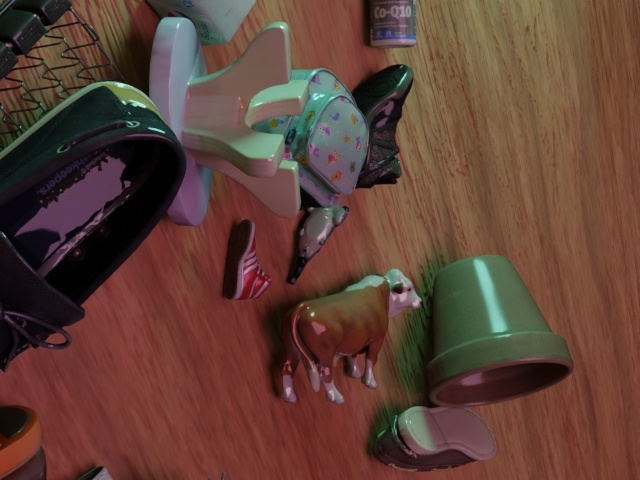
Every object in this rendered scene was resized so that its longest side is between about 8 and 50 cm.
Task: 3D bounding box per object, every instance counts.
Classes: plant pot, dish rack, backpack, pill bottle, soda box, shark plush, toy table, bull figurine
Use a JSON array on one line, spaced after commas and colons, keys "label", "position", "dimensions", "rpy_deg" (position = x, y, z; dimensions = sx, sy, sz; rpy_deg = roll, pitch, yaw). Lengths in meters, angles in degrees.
[{"label": "plant pot", "position": [0.299, 0.158, 1.661], "dimensions": [0.263, 0.263, 0.229], "rpy_deg": [19, 51, -48]}, {"label": "dish rack", "position": [-0.303, -0.138, 1.073], "dimensions": [0.208, 0.074, 0.272], "rpy_deg": [-56, 133, -26]}, {"label": "backpack", "position": [-0.015, -0.157, 1.337], "dimensions": [0.166, 0.144, 0.189], "rpy_deg": [37, 57, -48]}, {"label": "pill bottle", "position": [0.119, -0.390, 1.507], "dimensions": [0.078, 0.078, 0.137], "rpy_deg": [-10, 101, -47]}, {"label": "soda box", "position": [-0.114, -0.397, 1.235], "dimensions": [0.098, 0.091, 0.286], "rpy_deg": [49, 59, -40]}, {"label": "shark plush", "position": [0.000, 0.000, 1.441], "dimensions": [0.067, 0.073, 0.161], "rpy_deg": [71, 33, -68]}, {"label": "toy table", "position": [-0.111, -0.145, 1.157], "dimensions": [0.252, 0.160, 0.274], "rpy_deg": [-77, 167, -47]}, {"label": "bull figurine", "position": [0.047, 0.150, 1.472], "dimensions": [0.310, 0.101, 0.189], "rpy_deg": [-8, 102, -48]}]

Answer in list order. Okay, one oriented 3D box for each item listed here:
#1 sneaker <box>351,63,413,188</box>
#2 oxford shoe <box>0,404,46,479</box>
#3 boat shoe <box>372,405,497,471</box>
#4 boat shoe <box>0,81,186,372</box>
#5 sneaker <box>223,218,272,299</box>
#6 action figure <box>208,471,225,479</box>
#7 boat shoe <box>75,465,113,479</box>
[{"label": "sneaker", "position": [0.096, -0.178, 1.504], "dimensions": [0.130, 0.087, 0.228], "rpy_deg": [48, 63, -42]}, {"label": "oxford shoe", "position": [-0.431, 0.316, 0.941], "dimensions": [0.363, 0.129, 0.133], "rpy_deg": [-30, 122, -42]}, {"label": "boat shoe", "position": [0.218, 0.374, 1.696], "dimensions": [0.324, 0.096, 0.117], "rpy_deg": [15, 43, -52]}, {"label": "boat shoe", "position": [-0.332, 0.036, 0.940], "dimensions": [0.500, 0.156, 0.187], "rpy_deg": [-46, 132, -13]}, {"label": "sneaker", "position": [-0.101, 0.030, 1.337], "dimensions": [0.067, 0.042, 0.119], "rpy_deg": [8, 96, -44]}, {"label": "action figure", "position": [-0.226, 0.402, 1.160], "dimensions": [0.275, 0.164, 0.141], "rpy_deg": [-19, 87, -36]}, {"label": "boat shoe", "position": [-0.325, 0.331, 1.109], "dimensions": [0.184, 0.066, 0.063], "rpy_deg": [-20, 95, -43]}]
